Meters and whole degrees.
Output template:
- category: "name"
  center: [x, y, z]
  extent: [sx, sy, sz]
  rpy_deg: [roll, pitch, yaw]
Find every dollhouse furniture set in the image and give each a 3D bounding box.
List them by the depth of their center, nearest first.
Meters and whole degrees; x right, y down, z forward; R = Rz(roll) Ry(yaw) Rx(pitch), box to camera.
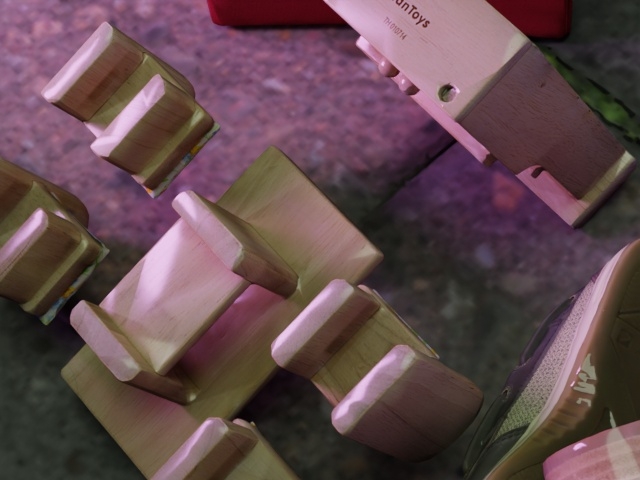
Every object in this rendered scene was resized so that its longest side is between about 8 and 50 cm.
- category: "dollhouse furniture set"
  center: [0.000, 0.000, 0.843]
  extent: [0.242, 0.161, 0.212]
  rpy_deg: [-47, 63, 6]

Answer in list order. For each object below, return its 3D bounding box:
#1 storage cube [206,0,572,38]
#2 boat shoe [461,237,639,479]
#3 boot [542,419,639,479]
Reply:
- category: "storage cube"
  center: [0.033, -0.224, 0.909]
  extent: [0.184, 0.193, 0.215]
  rpy_deg: [3, 61, 8]
- category: "boat shoe"
  center: [0.098, 0.098, 0.786]
  extent: [0.080, 0.073, 0.223]
  rpy_deg: [35, 62, -8]
- category: "boot"
  center: [0.234, 0.155, 0.719]
  extent: [0.283, 0.109, 0.220]
  rpy_deg: [-9, 71, -26]
